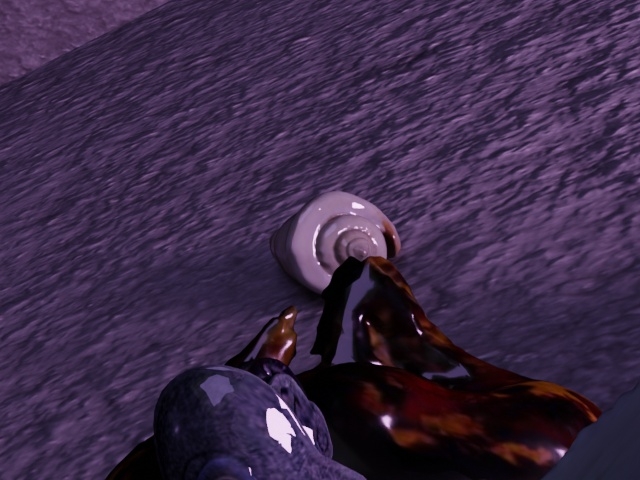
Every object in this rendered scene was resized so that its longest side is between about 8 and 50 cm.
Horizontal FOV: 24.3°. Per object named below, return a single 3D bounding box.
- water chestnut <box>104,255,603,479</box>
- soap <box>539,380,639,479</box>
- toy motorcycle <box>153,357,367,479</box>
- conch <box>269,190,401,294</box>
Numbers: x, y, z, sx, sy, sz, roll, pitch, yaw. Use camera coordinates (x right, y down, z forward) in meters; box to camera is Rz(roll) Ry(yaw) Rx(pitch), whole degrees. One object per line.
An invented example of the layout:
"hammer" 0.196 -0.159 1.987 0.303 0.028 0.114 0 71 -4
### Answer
"water chestnut" 0.028 0.162 0.795 0.289 0.244 0.289 -14 25 7
"soap" 0.243 0.206 0.380 0.261 0.446 0.156 -53 -5 32
"toy motorcycle" 0.013 0.219 0.562 0.125 0.358 0.212 -17 16 18
"conch" 0.008 0.009 1.366 0.104 0.094 0.176 -47 4 -18
